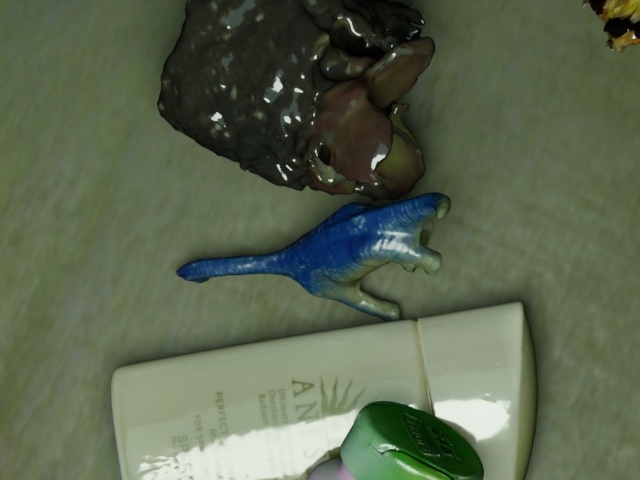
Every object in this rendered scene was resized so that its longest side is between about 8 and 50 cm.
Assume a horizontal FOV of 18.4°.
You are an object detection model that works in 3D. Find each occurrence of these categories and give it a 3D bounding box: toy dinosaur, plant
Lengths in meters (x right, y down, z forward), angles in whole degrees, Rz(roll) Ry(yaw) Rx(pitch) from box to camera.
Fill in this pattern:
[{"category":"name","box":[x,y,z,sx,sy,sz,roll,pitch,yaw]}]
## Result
[{"category":"toy dinosaur","box":[0.000,0.000,1.602,0.188,0.247,0.075,11,67,-13]},{"category":"plant","box":[-0.007,-0.130,1.618,0.234,0.204,0.178,22,93,18]}]

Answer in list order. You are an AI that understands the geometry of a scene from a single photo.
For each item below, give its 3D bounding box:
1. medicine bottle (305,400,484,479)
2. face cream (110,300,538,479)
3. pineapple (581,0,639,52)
[{"category":"medicine bottle","box":[0.020,0.262,1.537,0.133,0.133,0.274,30,110,9]},{"category":"face cream","box":[0.010,0.161,1.625,0.349,0.081,0.173,-9,86,4]},{"category":"pineapple","box":[0.390,-0.176,1.566,0.272,0.262,0.262,40,86,-24]}]
